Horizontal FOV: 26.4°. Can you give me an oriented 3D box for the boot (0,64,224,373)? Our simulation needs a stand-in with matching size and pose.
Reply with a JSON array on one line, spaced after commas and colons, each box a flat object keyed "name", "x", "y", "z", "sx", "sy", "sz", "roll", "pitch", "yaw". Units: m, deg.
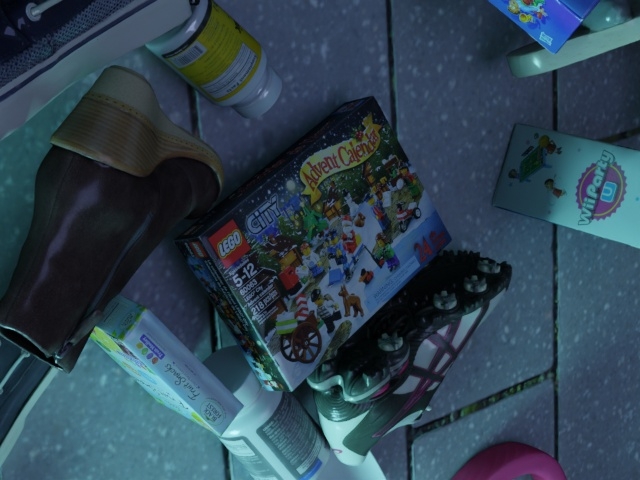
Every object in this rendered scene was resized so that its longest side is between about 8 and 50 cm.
[{"name": "boot", "x": -0.161, "y": 0.000, "z": 1.027, "sx": 0.248, "sy": 0.090, "sz": 0.207, "roll": 58, "pitch": 52, "yaw": -71}]

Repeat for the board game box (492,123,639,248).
[{"name": "board game box", "x": 0.362, "y": -0.029, "z": 1.360, "sx": 0.224, "sy": 0.303, "sz": 0.098, "roll": 12, "pitch": 96, "yaw": -40}]

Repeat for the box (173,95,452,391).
[{"name": "box", "x": 0.000, "y": 0.000, "z": 1.199, "sx": 0.233, "sy": 0.044, "sz": 0.159, "roll": -41, "pitch": 111, "yaw": -32}]

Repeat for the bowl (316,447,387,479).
[{"name": "bowl", "x": -0.003, "y": 0.262, "z": 1.318, "sx": 0.142, "sy": 0.053, "sz": 0.142, "roll": -43, "pitch": 126, "yaw": -22}]

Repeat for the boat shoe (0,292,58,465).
[{"name": "boat shoe", "x": -0.247, "y": 0.087, "z": 1.054, "sx": 0.065, "sy": 0.075, "sz": 0.206, "roll": 25, "pitch": 91, "yaw": -44}]

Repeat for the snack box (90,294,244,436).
[{"name": "snack box", "x": -0.139, "y": 0.097, "z": 1.126, "sx": 0.037, "sy": 0.100, "sz": 0.141, "roll": -51, "pitch": 129, "yaw": -15}]

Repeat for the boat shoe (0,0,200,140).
[{"name": "boat shoe", "x": -0.243, "y": -0.166, "z": 0.951, "sx": 0.340, "sy": 0.127, "sz": 0.158, "roll": -42, "pitch": 121, "yaw": -38}]

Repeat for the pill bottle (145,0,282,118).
[{"name": "pill bottle", "x": -0.085, "y": -0.151, "z": 1.119, "sx": 0.116, "sy": 0.065, "sz": 0.065, "roll": 40, "pitch": 77, "yaw": -40}]

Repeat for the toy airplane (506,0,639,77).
[{"name": "toy airplane", "x": 0.414, "y": -0.263, "z": 1.308, "sx": 0.386, "sy": 0.384, "sz": 0.273, "roll": -12, "pitch": 80, "yaw": -41}]

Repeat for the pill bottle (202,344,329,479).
[{"name": "pill bottle", "x": -0.055, "y": 0.161, "z": 1.228, "sx": 0.078, "sy": 0.078, "sz": 0.137, "roll": -48, "pitch": 128, "yaw": -18}]

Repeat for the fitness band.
[{"name": "fitness band", "x": 0.176, "y": 0.358, "z": 1.492, "sx": 0.291, "sy": 0.054, "sz": 0.209, "roll": -48, "pitch": 127, "yaw": -19}]

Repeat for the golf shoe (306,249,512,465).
[{"name": "golf shoe", "x": 0.085, "y": 0.100, "z": 1.306, "sx": 0.273, "sy": 0.105, "sz": 0.120, "roll": -34, "pitch": 132, "yaw": -38}]

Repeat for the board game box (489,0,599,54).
[{"name": "board game box", "x": 0.230, "y": -0.370, "z": 1.213, "sx": 0.233, "sy": 0.078, "sz": 0.347, "roll": 40, "pitch": 73, "yaw": 3}]
